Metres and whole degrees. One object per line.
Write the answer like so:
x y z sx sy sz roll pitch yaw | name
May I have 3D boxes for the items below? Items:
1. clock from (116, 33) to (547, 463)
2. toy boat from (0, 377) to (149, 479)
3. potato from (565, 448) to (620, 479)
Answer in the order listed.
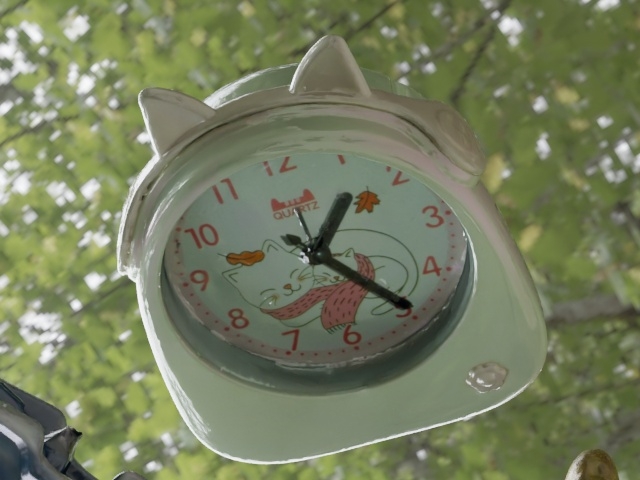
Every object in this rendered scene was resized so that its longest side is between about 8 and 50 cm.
0.000 0.000 1.134 0.108 0.265 0.324 -91 -16 -52 | clock
-0.200 0.033 0.783 0.309 0.129 0.142 42 -92 -2 | toy boat
0.187 0.181 1.147 0.045 0.046 0.092 56 -140 -24 | potato
